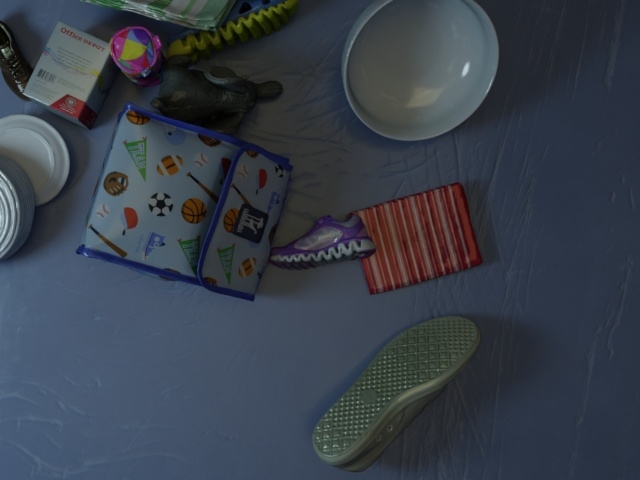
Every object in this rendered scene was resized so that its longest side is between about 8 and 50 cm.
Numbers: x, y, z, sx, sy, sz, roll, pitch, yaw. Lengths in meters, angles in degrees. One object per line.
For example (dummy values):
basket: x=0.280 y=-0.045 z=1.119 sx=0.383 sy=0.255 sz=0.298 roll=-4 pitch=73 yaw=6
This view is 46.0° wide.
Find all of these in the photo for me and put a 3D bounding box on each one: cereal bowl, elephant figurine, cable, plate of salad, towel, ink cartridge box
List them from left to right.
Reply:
cable: x=-0.735 y=-0.068 z=1.575 sx=0.257 sy=0.089 sz=0.257 roll=27 pitch=100 yaw=-4
plate of salad: x=-0.639 y=-0.171 z=1.629 sx=0.200 sy=0.048 sz=0.199 roll=0 pitch=97 yaw=-3
ink cartridge box: x=-0.522 y=-0.349 z=1.609 sx=0.128 sy=0.127 sz=0.176 roll=25 pitch=86 yaw=-3
towel: x=-0.328 y=-0.568 z=1.614 sx=0.325 sy=0.038 sz=0.247 roll=16 pitch=62 yaw=9
elephant figurine: x=-0.212 y=-0.309 z=1.605 sx=0.240 sy=0.169 sz=0.186 roll=7 pitch=68 yaw=2
cereal bowl: x=0.202 y=-0.395 z=1.633 sx=0.339 sy=0.141 sz=0.338 roll=-5 pitch=124 yaw=-8
towel: x=0.217 y=-0.005 z=1.711 sx=0.275 sy=0.031 sz=0.198 roll=-15 pitch=91 yaw=-4

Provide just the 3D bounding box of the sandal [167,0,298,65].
sandal: x=-0.202 y=-0.497 z=1.650 sx=0.317 sy=0.126 sz=0.138 roll=-21 pitch=86 yaw=-7

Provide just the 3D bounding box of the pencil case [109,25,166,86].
pencil case: x=-0.372 y=-0.379 z=1.570 sx=0.105 sy=0.236 sz=0.104 roll=-1 pitch=96 yaw=-9

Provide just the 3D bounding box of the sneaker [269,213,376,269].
sneaker: x=0.000 y=0.000 z=1.660 sx=0.237 sy=0.095 sz=0.104 roll=-11 pitch=77 yaw=4

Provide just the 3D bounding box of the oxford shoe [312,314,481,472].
oxford shoe: x=0.173 y=0.333 z=1.653 sx=0.449 sy=0.169 sz=0.130 roll=-41 pitch=133 yaw=-13

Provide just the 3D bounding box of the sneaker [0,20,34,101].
sneaker: x=-0.671 y=-0.389 z=1.626 sx=0.066 sy=0.071 sz=0.188 roll=-29 pitch=90 yaw=-6

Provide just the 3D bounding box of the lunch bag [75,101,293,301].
lunch bag: x=-0.270 y=-0.070 z=1.577 sx=0.386 sy=0.239 sz=0.327 roll=19 pitch=86 yaw=-20
